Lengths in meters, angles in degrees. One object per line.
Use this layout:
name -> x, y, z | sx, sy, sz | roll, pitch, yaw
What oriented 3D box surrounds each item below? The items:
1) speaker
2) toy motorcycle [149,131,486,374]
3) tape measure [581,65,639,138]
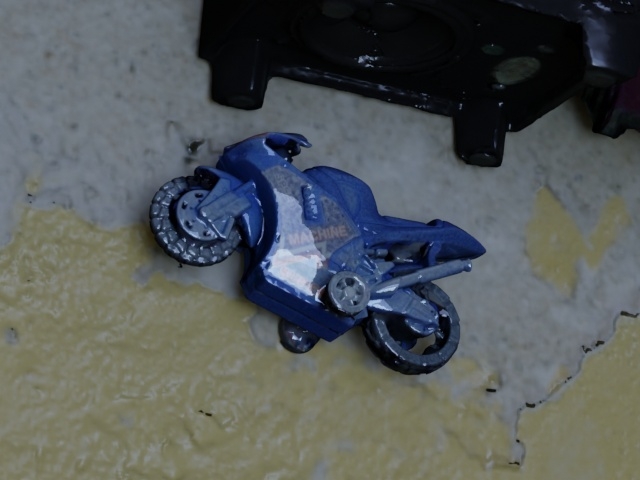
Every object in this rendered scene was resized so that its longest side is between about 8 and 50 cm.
speaker -> 0.063, -0.205, 1.115 | 0.232, 0.184, 0.253 | 12, 68, -19
toy motorcycle -> 0.000, 0.000, 1.091 | 0.205, 0.076, 0.114 | 27, 59, -14
tape measure -> 0.269, -0.160, 1.162 | 0.149, 0.231, 0.245 | 39, 80, -10
